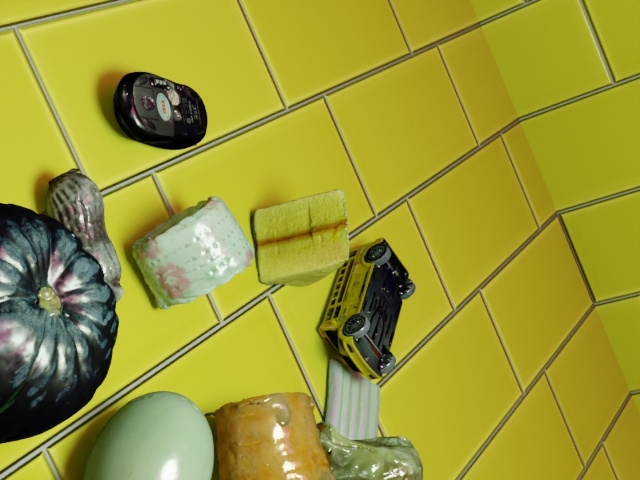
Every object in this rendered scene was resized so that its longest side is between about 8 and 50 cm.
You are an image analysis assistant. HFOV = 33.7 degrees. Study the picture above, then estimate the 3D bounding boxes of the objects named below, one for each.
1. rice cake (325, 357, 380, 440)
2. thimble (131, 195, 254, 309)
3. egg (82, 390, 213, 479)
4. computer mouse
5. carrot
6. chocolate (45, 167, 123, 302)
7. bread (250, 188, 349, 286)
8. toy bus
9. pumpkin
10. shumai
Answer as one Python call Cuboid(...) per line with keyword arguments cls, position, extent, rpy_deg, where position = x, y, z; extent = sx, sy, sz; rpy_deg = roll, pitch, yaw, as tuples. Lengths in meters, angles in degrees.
Cuboid(cls="rice cake", position=(0.069, 0.383, 2.320), extent=(0.189, 0.037, 0.198), rpy_deg=(41, 47, -36))
Cuboid(cls="thimble", position=(-0.240, 0.024, 1.967), extent=(0.211, 0.185, 0.149), rpy_deg=(-33, 102, -18))
Cuboid(cls="egg", position=(-0.281, 0.377, 1.731), extent=(0.203, 0.203, 0.282), rpy_deg=(44, 47, -32))
Cuboid(cls="computer mouse", position=(-0.319, -0.244, 2.042), extent=(0.233, 0.096, 0.137), rpy_deg=(10, 72, -55))
Cuboid(cls="carrot", position=(-0.076, 0.464, 1.954), extent=(0.224, 0.224, 0.340), rpy_deg=(9, 62, -50))
Cuboid(cls="chocolate", position=(-0.408, 0.000, 1.815), extent=(0.110, 0.110, 0.248), rpy_deg=(-3, 75, -53))
Cuboid(cls="bread", position=(0.002, -0.001, 2.213), extent=(0.163, 0.264, 0.167), rpy_deg=(7, 75, -49))
Cuboid(cls="toy bus", position=(0.098, 0.158, 2.361), extent=(0.145, 0.151, 0.331), rpy_deg=(54, 37, -31))
Cuboid(cls="pumpkin", position=(-0.471, 0.116, 1.548), extent=(0.363, 0.266, 0.363), rpy_deg=(28, 50, -40))
Cuboid(cls="shumai", position=(0.082, 0.446, 2.154), extent=(0.261, 0.225, 0.222), rpy_deg=(-26, 98, -38))
